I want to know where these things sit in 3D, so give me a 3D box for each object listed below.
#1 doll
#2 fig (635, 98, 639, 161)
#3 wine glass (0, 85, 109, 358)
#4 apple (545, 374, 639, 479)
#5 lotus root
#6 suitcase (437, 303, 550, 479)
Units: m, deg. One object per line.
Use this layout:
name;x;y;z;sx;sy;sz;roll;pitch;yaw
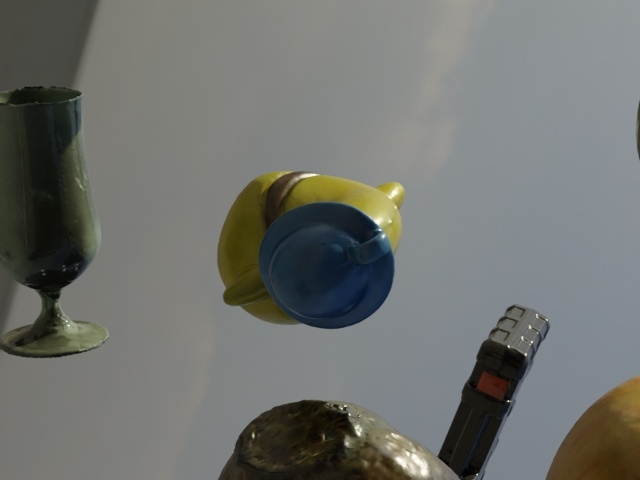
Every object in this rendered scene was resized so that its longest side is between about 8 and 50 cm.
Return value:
doll;0.000;0.000;1.518;0.199;0.145;0.363;-36;-171;-11
fig;0.450;-0.159;2.014;0.275;0.206;0.206;65;-29;19
wine glass;-0.247;-0.019;1.539;0.103;0.103;0.231;-123;-150;-74
apple;0.343;0.290;1.654;0.299;0.299;0.275;-89;-164;-52
lotus root;0.041;0.300;1.605;0.250;0.250;0.346;-90;156;-54
suitcase;0.215;0.238;2.299;0.285;0.066;0.206;-69;170;20
